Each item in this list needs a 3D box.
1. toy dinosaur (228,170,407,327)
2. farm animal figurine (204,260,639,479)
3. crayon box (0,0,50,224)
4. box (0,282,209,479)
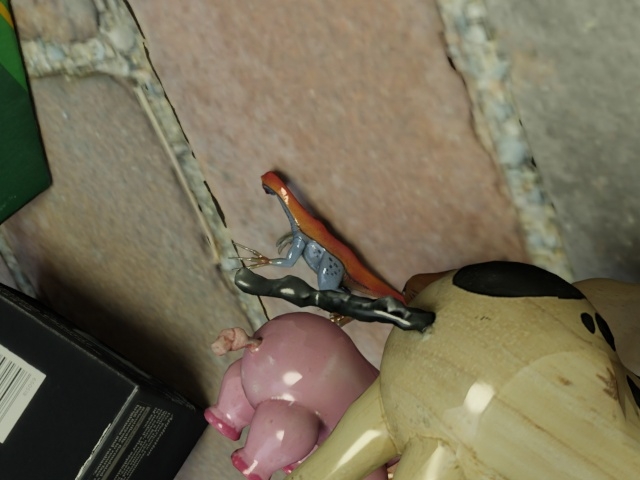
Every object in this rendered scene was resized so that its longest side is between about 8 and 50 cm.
[{"bbox_3d":[0.000,0.000,0.657,0.090,0.047,0.082,-10,111,7],"label":"toy dinosaur"},{"bbox_3d":[0.131,0.096,0.472,0.327,0.172,0.330,41,-178,4],"label":"farm animal figurine"},{"bbox_3d":[-0.276,-0.166,0.697,0.203,0.083,0.323,19,134,27],"label":"crayon box"},{"bbox_3d":[-0.168,0.095,0.765,0.156,0.093,0.158,31,173,16],"label":"box"}]
